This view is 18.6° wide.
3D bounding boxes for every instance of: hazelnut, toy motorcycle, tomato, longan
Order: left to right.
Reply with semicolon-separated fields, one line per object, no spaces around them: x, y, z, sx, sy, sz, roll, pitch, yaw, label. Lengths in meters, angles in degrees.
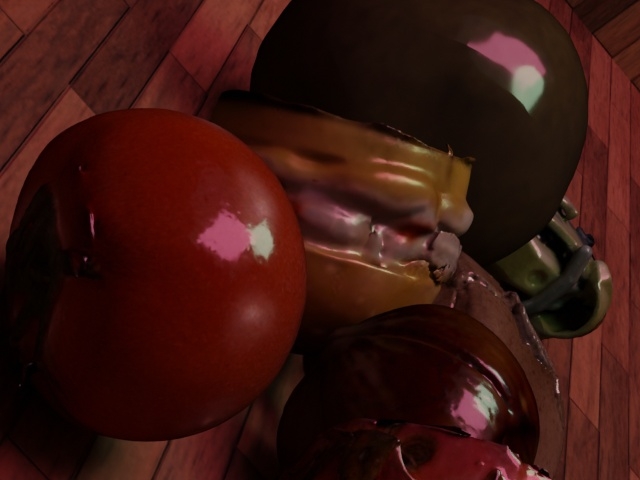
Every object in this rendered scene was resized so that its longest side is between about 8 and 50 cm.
-0.129;0.028;1.485;0.224;0.256;0.256;0;48;-22;tomato
0.078;0.162;1.689;0.229;0.229;0.229;43;24;-25;hazelnut
0.103;-0.140;2.094;0.361;0.361;0.361;43;24;-25;longan
0.220;-0.012;2.398;0.410;0.169;0.237;31;24;-34;toy motorcycle

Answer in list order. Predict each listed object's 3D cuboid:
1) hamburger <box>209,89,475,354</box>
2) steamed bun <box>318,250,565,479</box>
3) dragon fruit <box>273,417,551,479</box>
0.000;0.000;1.817;0.276;0.276;0.237;19;84;-55;hamburger
0.139;0.136;1.948;0.251;0.199;0.301;42;23;-28;steamed bun
0.051;0.316;1.452;0.296;0.314;0.263;33;57;-7;dragon fruit
